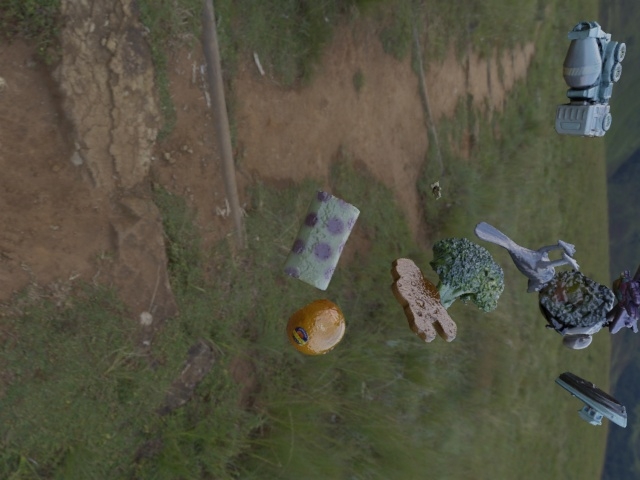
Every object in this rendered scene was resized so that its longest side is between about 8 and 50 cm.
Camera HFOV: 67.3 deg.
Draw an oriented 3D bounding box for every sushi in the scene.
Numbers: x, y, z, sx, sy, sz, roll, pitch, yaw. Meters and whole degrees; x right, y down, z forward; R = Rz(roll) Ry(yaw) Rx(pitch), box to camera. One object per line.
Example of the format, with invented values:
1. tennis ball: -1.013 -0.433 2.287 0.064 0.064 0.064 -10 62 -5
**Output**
1. sushi: 0.870 0.234 1.652 0.238 0.225 0.219 64 9 26

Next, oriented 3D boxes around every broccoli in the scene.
1. broccoli: 0.502 0.145 1.669 0.375 0.250 0.301 24 79 -64

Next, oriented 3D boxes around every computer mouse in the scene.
1. computer mouse: 0.779 0.308 1.456 0.096 0.066 0.039 -3 86 -32

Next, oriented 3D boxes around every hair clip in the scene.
1. hair clip: 0.891 0.184 1.386 0.137 0.091 0.278 -79 156 -44

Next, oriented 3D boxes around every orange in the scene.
1. orange: -0.013 0.258 1.426 0.178 0.155 0.177 -38 165 -12

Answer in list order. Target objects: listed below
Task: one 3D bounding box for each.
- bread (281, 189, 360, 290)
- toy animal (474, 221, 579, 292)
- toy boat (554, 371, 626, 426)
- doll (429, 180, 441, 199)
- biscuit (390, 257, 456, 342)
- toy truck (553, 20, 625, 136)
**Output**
1. bread: 0.000 0.000 1.789 0.155 0.187 0.338 136 -22 -83
2. toy animal: 0.613 0.056 1.362 0.367 0.206 0.081 40 55 -32
3. toy boat: 0.524 0.317 0.938 0.059 0.140 0.066 8 106 -40
4. doll: 0.578 -0.251 2.390 0.051 0.061 0.093 -13 69 -37
5. biscuit: 0.305 0.181 1.485 0.186 0.044 0.295 10 46 -33
6. toy truck: 0.623 -0.374 1.136 0.140 0.108 0.256 -12 111 -38
